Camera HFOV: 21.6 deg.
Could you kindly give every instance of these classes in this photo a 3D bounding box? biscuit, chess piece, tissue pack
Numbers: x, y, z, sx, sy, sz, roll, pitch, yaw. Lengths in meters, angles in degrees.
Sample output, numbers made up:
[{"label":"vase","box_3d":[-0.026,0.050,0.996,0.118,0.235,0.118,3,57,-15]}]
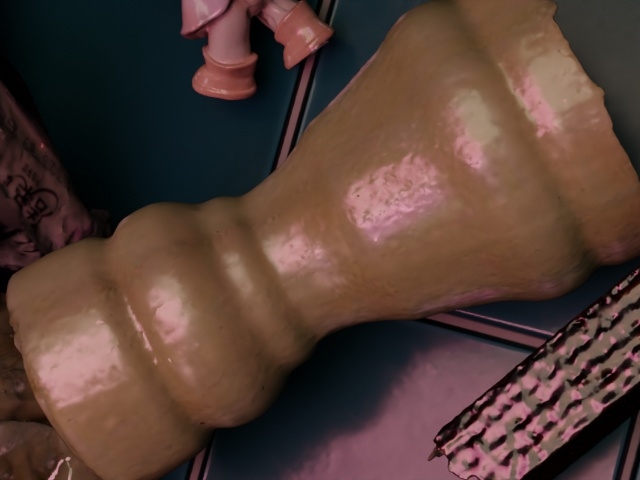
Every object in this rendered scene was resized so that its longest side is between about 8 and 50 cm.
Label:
[{"label":"biscuit","box_3d":[0.195,0.100,1.216,0.252,0.106,0.070,-40,71,9]},{"label":"chess piece","box_3d":[0.000,0.000,1.215,0.442,0.234,0.234,-28,74,7]},{"label":"tissue pack","box_3d":[-0.346,-0.058,1.325,0.332,0.245,0.123,6,61,26]}]

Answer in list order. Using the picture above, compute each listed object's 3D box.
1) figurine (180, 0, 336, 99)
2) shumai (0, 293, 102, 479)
[{"label":"figurine","box_3d":[-0.097,-0.248,1.332,0.133,0.200,0.276,-23,103,30]},{"label":"shumai","box_3d":[-0.318,0.158,1.299,0.309,0.263,0.304,-23,77,14]}]
